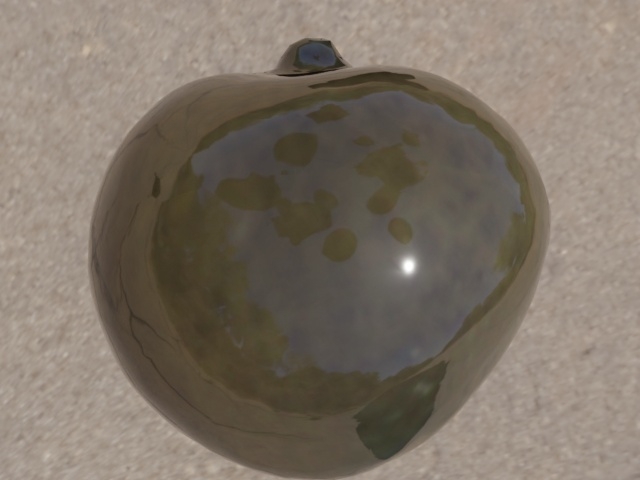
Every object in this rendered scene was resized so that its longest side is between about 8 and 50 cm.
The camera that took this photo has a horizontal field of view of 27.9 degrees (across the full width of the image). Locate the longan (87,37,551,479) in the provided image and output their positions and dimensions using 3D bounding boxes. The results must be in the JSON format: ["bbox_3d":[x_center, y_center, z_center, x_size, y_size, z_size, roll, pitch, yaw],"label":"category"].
[{"bbox_3d":[0.000,0.000,0.824,0.300,0.243,0.300,6,66,-13],"label":"longan"}]
